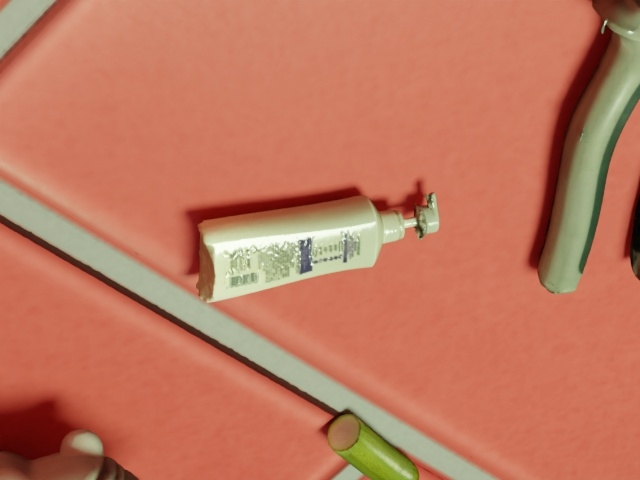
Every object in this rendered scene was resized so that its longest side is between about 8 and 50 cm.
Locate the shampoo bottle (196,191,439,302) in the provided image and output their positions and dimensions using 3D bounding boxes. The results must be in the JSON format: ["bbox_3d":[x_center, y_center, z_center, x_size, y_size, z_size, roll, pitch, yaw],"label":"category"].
[{"bbox_3d":[0.000,0.000,0.848,0.141,0.034,0.049,-10,124,-16],"label":"shampoo bottle"}]

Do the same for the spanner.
[{"bbox_3d":[0.186,-0.099,0.838,0.096,0.040,0.325,-7,132,-18],"label":"spanner"}]

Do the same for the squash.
[{"bbox_3d":[0.037,0.141,0.985,0.027,0.027,0.083,-37,134,10],"label":"squash"}]

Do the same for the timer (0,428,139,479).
[{"bbox_3d":[-0.208,0.247,0.844,0.315,0.291,0.291,-48,133,-8],"label":"timer"}]
